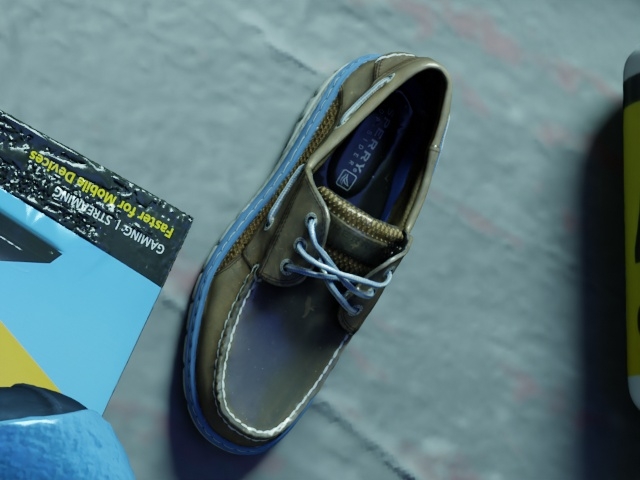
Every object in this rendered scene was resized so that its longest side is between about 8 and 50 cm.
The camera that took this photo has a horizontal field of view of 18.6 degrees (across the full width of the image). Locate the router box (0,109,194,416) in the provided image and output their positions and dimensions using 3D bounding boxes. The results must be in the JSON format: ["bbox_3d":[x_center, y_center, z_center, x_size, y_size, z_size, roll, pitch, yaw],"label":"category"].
[{"bbox_3d":[-0.155,0.009,0.735,0.179,0.046,0.133,29,74,-18],"label":"router box"}]

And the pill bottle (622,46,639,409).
[{"bbox_3d":[0.192,0.019,0.848,0.119,0.119,0.208,3,82,-24],"label":"pill bottle"}]

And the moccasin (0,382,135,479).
[{"bbox_3d":[-0.221,0.150,0.648,0.342,0.117,0.137,-19,103,-11],"label":"moccasin"}]

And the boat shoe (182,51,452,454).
[{"bbox_3d":[0.000,0.000,0.793,0.066,0.066,0.183,27,74,-19],"label":"boat shoe"}]
